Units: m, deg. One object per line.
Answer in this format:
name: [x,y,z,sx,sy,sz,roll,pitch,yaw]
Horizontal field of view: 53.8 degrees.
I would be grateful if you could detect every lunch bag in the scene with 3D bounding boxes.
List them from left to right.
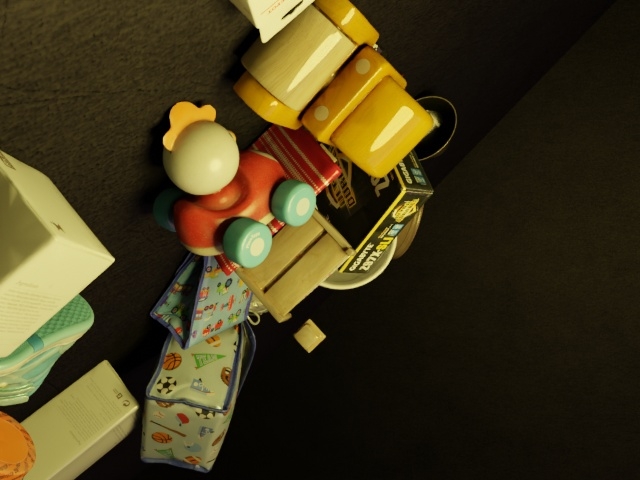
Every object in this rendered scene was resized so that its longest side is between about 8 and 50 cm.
lunch bag: [-0.314,0.353,1.666,0.385,0.238,0.328,-85,-168,-49]
lunch bag: [-0.238,0.081,1.484,0.221,0.138,0.293,-22,146,-53]

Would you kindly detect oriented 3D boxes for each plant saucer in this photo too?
plant saucer: [0.213,-0.087,1.762,0.278,0.041,0.278,-169,-90,-76]

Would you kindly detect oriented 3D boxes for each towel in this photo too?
towel: [-0.106,-0.089,1.134,0.275,0.199,0.031,-42,141,6]

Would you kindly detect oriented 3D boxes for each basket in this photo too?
basket: [0.303,-0.308,1.810,0.204,0.154,0.227,-37,174,15]

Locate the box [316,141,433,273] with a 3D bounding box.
box: [0.076,-0.137,1.265,0.079,0.322,0.257,4,142,-31]

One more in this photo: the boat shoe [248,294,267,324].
boat shoe: [-0.196,0.171,1.871,0.156,0.136,0.367,-32,180,-17]

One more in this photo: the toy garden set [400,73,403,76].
toy garden set: [0.118,-0.293,1.490,0.244,0.049,0.204,-39,167,-21]

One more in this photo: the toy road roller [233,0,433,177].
toy road roller: [0.044,-0.231,1.004,0.202,0.240,0.329,-47,167,15]

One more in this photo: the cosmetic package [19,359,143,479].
cosmetic package: [-0.627,0.488,1.516,0.385,0.156,0.217,-36,166,-26]

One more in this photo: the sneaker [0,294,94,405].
sneaker: [-0.508,0.194,0.959,0.208,0.127,0.319,-49,166,19]

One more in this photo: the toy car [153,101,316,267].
toy car: [-0.158,-0.117,0.980,0.210,0.219,0.238,-43,138,-29]

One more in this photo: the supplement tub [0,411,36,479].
supplement tub: [-0.688,0.468,1.149,0.316,0.193,0.193,-45,168,4]

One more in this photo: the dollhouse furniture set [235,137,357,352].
dollhouse furniture set: [-0.015,-0.017,1.259,0.303,0.355,0.174,-43,169,9]

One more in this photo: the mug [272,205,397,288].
mug: [0.000,0.000,1.693,0.374,0.276,0.328,-12,178,-2]

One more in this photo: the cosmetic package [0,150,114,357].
cosmetic package: [-0.374,0.018,0.722,0.183,0.151,0.151,-41,168,-4]

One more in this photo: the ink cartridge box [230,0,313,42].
ink cartridge box: [-0.062,-0.333,0.735,0.115,0.067,0.198,-42,166,-6]
